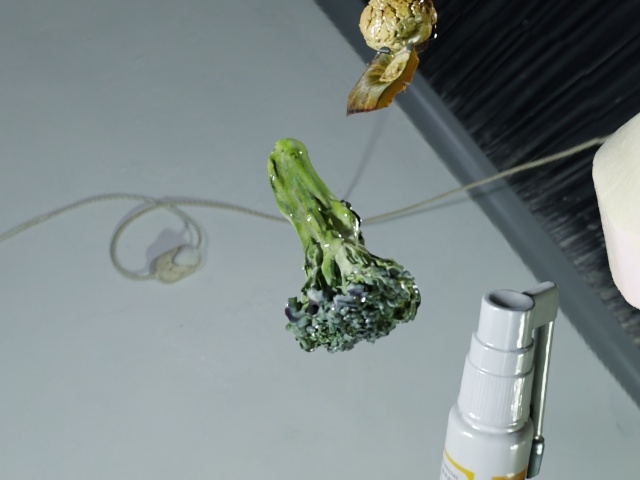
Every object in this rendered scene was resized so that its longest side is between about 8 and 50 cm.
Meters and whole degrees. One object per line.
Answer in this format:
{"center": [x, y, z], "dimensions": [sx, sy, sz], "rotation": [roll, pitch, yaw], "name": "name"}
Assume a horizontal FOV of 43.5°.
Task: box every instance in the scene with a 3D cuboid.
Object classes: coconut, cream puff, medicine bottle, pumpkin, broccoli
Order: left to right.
{"center": [0.001, -0.005, 0.985], "dimensions": [0.145, 0.165, 0.304], "rotation": [37, 24, -54], "name": "broccoli"}
{"center": [0.070, -0.172, 0.884], "dimensions": [0.035, 0.073, 0.101], "rotation": [41, 73, -31], "name": "pumpkin"}
{"center": [0.124, -0.354, 1.303], "dimensions": [0.119, 0.104, 0.133], "rotation": [24, 43, 27], "name": "cream puff"}
{"center": [0.134, 0.139, 0.593], "dimensions": [0.092, 0.061, 0.220], "rotation": [-15, 118, -37], "name": "medicine bottle"}
{"center": [0.375, -0.040, 0.735], "dimensions": [0.259, 0.259, 0.259], "rotation": [9, 66, -21], "name": "coconut"}
